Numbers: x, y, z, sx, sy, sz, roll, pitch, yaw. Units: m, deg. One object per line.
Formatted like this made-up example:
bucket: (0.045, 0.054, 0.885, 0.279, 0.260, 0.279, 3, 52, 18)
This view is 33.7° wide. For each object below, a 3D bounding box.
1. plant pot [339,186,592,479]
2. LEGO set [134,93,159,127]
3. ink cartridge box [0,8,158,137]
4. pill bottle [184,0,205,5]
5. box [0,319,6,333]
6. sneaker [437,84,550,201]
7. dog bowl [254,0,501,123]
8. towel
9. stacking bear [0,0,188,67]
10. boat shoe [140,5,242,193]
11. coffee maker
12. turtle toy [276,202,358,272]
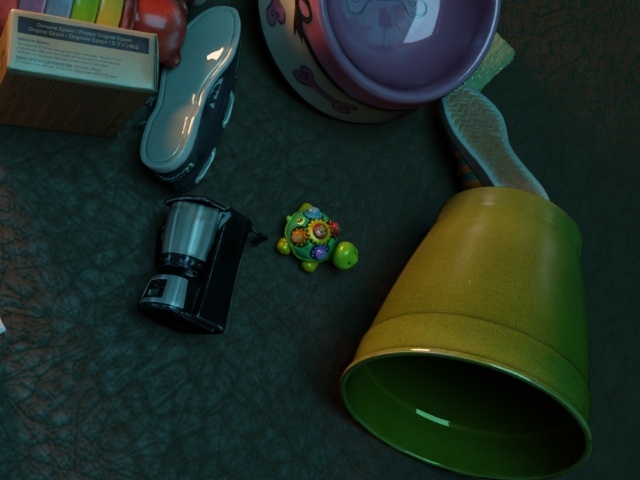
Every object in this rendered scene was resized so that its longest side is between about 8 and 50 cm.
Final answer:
plant pot: (0.251, 0.120, 1.602, 0.366, 0.366, 0.353, 30, 56, -16)
LEGO set: (-0.272, -0.210, 1.594, 0.054, 0.023, 0.083, 13, 86, -19)
ink cartridge box: (-0.344, -0.220, 1.439, 0.193, 0.234, 0.088, 5, 77, -24)
pill bottle: (-0.284, -0.472, 1.566, 0.283, 0.161, 0.161, 18, 71, -20)
box: (-0.524, 0.117, 1.354, 0.203, 0.103, 0.114, -27, 90, -27)
sneaker: (0.271, -0.121, 1.782, 0.108, 0.121, 0.302, -14, 64, -24)
dog bowl: (0.110, -0.385, 1.667, 0.407, 0.150, 0.408, -4, 99, -27)
towel: (0.270, -0.325, 1.863, 0.110, 0.027, 0.148, 48, 65, -7)
stacking bear: (-0.333, -0.329, 1.521, 0.288, 0.164, 0.176, 10, 75, -27)
boat shoe: (-0.185, -0.215, 1.596, 0.303, 0.114, 0.091, -68, 151, -21)
coffee maker: (-0.164, 0.044, 1.529, 0.171, 0.120, 0.178, 19, 72, -21)
turtle toy: (0.000, 0.000, 1.643, 0.130, 0.066, 0.095, 36, 66, -13)
